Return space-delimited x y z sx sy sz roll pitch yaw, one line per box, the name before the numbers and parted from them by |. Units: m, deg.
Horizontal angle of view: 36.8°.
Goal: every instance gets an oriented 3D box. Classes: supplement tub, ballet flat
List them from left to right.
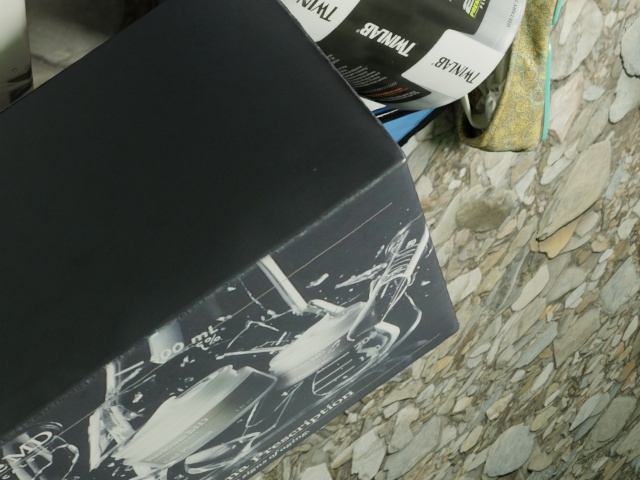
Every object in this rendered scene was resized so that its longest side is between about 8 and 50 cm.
supplement tub | 0.005 -0.217 0.718 0.316 0.193 0.193 7 118 -52
ballet flat | 0.194 -0.233 1.007 0.123 0.123 0.348 -31 140 -26

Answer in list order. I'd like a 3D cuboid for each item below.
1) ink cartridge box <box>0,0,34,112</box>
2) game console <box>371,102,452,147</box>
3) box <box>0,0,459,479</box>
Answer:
ink cartridge box | -0.283 -0.116 0.559 0.198 0.115 0.273 -23 138 -32
game console | 0.000 0.000 0.928 0.293 0.173 0.250 -22 111 -33
box | -0.106 0.048 0.645 0.343 0.179 0.312 -35 154 -1
